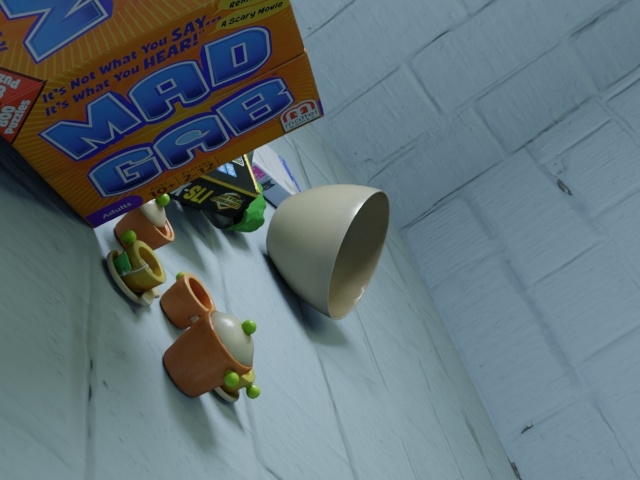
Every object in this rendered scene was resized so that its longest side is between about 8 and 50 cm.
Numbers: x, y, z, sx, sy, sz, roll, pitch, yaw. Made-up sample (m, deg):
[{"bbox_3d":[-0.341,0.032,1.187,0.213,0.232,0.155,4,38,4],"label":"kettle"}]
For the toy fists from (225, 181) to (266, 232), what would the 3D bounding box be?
[{"bbox_3d":[-0.202,-0.137,2.003,0.279,0.096,0.142,57,23,4],"label":"toy fists"}]

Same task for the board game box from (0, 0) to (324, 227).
[{"bbox_3d":[-0.248,-0.296,1.291,0.356,0.356,0.356,63,-2,21],"label":"board game box"}]

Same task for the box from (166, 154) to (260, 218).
[{"bbox_3d":[-0.263,-0.189,1.659,0.322,0.079,0.257,20,42,-48],"label":"box"}]

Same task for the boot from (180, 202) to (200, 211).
[{"bbox_3d":[-0.242,-0.110,1.860,0.121,0.045,0.099,64,13,6],"label":"boot"}]

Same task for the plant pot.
[{"bbox_3d":[0.000,0.000,2.123,0.191,0.284,0.284,21,-2,21],"label":"plant pot"}]

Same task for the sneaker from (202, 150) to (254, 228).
[{"bbox_3d":[-0.166,-0.102,1.869,0.234,0.078,0.106,-69,143,-52],"label":"sneaker"}]

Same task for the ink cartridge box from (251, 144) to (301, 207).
[{"bbox_3d":[-0.142,-0.179,2.492,0.311,0.065,0.186,36,22,-56],"label":"ink cartridge box"}]

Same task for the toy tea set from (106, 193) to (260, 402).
[{"bbox_3d":[-0.173,0.066,1.389,0.336,0.124,0.200,57,10,8],"label":"toy tea set"}]
